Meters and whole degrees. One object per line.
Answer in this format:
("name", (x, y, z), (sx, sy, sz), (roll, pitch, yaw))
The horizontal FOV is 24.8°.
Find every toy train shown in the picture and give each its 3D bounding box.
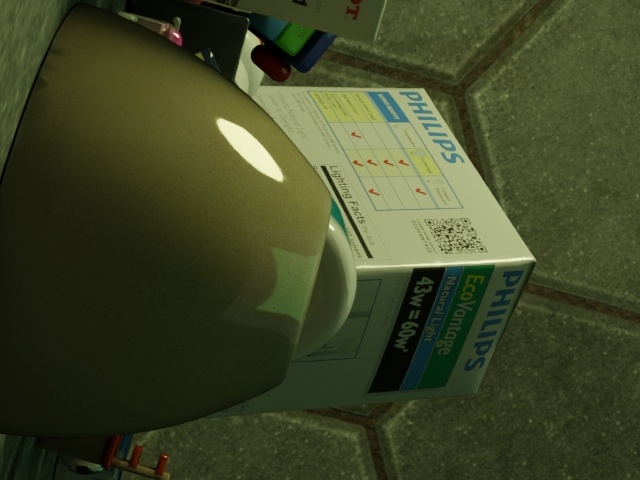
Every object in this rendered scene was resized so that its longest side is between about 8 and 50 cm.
("toy train", (-0.099, -0.261, 1.348), (0.105, 0.248, 0.143), (-51, 147, 4))

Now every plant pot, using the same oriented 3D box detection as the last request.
("plant pot", (-0.100, 0.009, 0.955), (0.284, 0.191, 0.284), (-164, -90, -86))

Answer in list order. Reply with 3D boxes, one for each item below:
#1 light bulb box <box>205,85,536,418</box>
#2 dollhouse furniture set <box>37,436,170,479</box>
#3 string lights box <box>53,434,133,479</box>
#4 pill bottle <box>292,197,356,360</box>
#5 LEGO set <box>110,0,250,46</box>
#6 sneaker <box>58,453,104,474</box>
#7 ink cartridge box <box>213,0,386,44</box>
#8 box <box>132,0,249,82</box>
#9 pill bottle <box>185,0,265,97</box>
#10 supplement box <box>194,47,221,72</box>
("light bulb box", (0.000, 0.000, 1.741), (0.358, 0.361, 0.225), (-117, -145, -43))
("dollhouse furniture set", (-0.188, 0.106, 1.498), (0.262, 0.135, 0.259), (127, -23, -81))
("string lights box", (-0.276, 0.228, 1.884), (0.133, 0.077, 0.259), (108, -4, -46))
("pill bottle", (-0.045, 0.011, 1.333), (0.264, 0.146, 0.146), (-98, -157, -78))
("LEGO set", (-0.074, -0.270, 1.069), (0.132, 0.107, 0.287), (-87, -167, -74))
("sneaker", (-0.256, 0.170, 1.633), (0.083, 0.071, 0.190), (100, -6, -49))
("ink cartridge box", (-0.036, -0.225, 0.972), (0.082, 0.191, 0.139), (-87, -168, -74))
("box", (-0.145, -0.064, 1.266), (0.184, 0.103, 0.261), (158, -52, -81))
("pill bottle", (-0.111, -0.205, 1.499), (0.221, 0.121, 0.121), (-80, -174, -52))
("supplement box", (-0.119, -0.100, 1.124), (0.056, 0.083, 0.083), (65, -20, -4))
